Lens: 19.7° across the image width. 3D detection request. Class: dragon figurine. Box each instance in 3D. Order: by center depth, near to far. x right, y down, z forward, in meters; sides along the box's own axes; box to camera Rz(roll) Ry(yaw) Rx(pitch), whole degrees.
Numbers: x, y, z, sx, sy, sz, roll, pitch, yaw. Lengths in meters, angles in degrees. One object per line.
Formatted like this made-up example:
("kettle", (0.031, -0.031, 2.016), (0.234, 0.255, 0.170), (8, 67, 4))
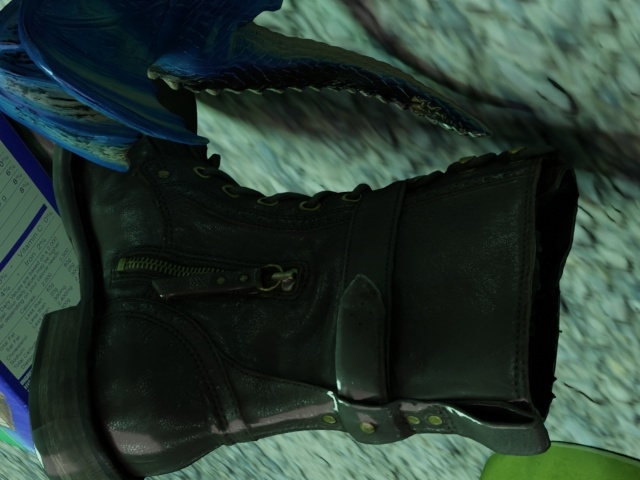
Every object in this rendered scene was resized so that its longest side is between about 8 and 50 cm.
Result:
("dragon figurine", (-0.079, -0.079, 0.720), (0.289, 0.144, 0.085), (36, 158, -21))

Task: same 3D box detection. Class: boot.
("boot", (0.000, 0.000, 0.794), (0.229, 0.263, 0.091), (-14, 138, 17))

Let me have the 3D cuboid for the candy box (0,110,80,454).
("candy box", (-0.280, -0.011, 1.158), (0.268, 0.122, 0.317), (16, 152, 35))

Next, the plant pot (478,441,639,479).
("plant pot", (0.151, 0.312, 1.047), (0.275, 0.293, 0.275), (26, 157, 12))
